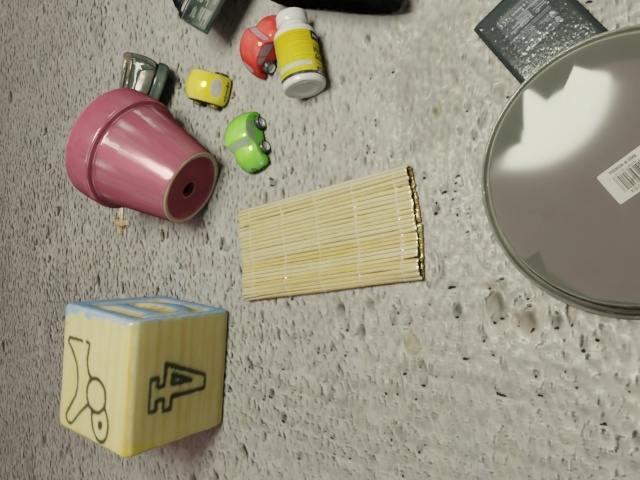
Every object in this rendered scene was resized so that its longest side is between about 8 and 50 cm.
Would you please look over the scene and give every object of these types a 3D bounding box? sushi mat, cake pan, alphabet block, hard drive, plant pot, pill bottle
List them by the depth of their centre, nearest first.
[{"bbox_3d":[0.297,-0.065,0.496,0.293,0.054,0.293,2,94,32],"label":"cake pan"},{"bbox_3d":[0.248,-0.224,0.570,0.094,0.022,0.135,-41,66,27],"label":"hard drive"},{"bbox_3d":[0.000,0.000,0.744,0.316,0.019,0.152,-11,81,35],"label":"sushi mat"},{"bbox_3d":[-0.033,-0.273,0.747,0.065,0.065,0.116,-17,80,34],"label":"pill bottle"},{"bbox_3d":[-0.285,0.204,0.835,0.192,0.193,0.197,6,92,37],"label":"alphabet block"},{"bbox_3d":[-0.281,-0.126,0.856,0.180,0.201,0.201,28,105,17],"label":"plant pot"}]

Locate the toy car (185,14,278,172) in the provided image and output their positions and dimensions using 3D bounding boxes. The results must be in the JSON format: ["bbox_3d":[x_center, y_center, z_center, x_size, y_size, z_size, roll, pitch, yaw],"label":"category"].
[{"bbox_3d":[-0.133,-0.220,0.824,0.239,0.053,0.225,-20,77,34],"label":"toy car"}]

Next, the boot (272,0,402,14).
[{"bbox_3d":[0.027,-0.426,0.690,0.246,0.094,0.207,26,107,40],"label":"boot"}]

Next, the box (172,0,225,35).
[{"bbox_3d":[-0.166,-0.463,0.820,0.220,0.051,0.175,-54,39,22],"label":"box"}]

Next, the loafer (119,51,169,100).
[{"bbox_3d":[-0.370,-0.219,0.961,0.268,0.084,0.096,-63,26,12],"label":"loafer"}]

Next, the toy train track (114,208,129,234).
[{"bbox_3d":[-0.408,-0.054,1.040,0.048,0.014,0.083,1,89,35],"label":"toy train track"}]
